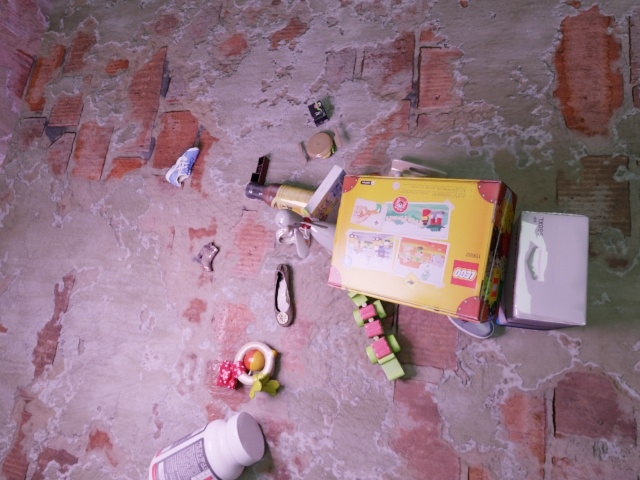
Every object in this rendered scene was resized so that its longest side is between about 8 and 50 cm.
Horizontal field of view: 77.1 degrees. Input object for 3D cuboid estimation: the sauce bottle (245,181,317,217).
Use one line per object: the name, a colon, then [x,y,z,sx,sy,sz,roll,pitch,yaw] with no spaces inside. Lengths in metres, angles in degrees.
sauce bottle: [-0.145,-0.175,1.649,0.344,0.111,0.112,15,81,21]

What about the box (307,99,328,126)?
box: [-0.010,-0.548,1.734,0.062,0.052,0.083,-24,72,9]

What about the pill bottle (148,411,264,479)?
pill bottle: [-0.397,0.771,1.424,0.362,0.210,0.210,-31,70,7]

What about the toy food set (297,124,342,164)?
toy food set: [-0.001,-0.398,1.705,0.191,0.038,0.133,-21,64,16]

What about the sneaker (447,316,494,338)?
sneaker: [0.456,0.201,1.331,0.124,0.178,0.295,-46,69,1]

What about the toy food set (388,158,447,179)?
toy food set: [0.318,-0.153,1.490,0.219,0.092,0.306,19,71,20]

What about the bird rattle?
bird rattle: [-0.264,0.487,1.531,0.253,0.143,0.207,11,67,32]

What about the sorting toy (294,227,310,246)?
sorting toy: [-0.078,-0.018,1.629,0.083,0.045,0.075,13,61,19]

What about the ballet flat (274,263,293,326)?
ballet flat: [-0.150,0.212,1.575,0.084,0.058,0.250,-6,75,16]

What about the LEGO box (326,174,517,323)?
LEGO box: [0.294,0.007,1.237,0.499,0.193,0.373,10,91,37]

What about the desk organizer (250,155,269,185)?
desk organizer: [-0.264,-0.302,1.747,0.047,0.050,0.130,8,78,18]

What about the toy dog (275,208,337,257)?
toy dog: [0.000,0.000,1.450,0.333,0.220,0.161,2,52,-11]

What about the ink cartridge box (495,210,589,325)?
ink cartridge box: [0.634,0.110,1.186,0.166,0.395,0.286,5,78,18]

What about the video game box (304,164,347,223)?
video game box: [0.046,-0.159,1.543,0.048,0.187,0.205,34,87,28]

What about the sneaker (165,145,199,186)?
sneaker: [-0.623,-0.341,1.857,0.081,0.080,0.211,43,101,15]

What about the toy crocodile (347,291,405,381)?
toy crocodile: [0.196,0.323,1.418,0.115,0.105,0.341,-24,71,10]

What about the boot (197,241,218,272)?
boot: [-0.472,0.066,1.720,0.087,0.042,0.118,-40,69,1]
